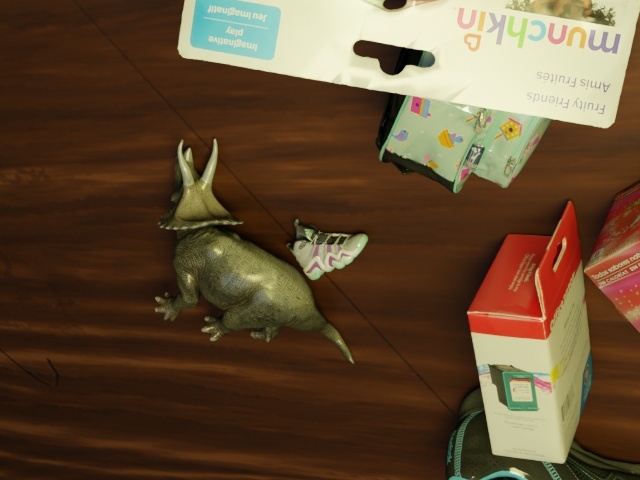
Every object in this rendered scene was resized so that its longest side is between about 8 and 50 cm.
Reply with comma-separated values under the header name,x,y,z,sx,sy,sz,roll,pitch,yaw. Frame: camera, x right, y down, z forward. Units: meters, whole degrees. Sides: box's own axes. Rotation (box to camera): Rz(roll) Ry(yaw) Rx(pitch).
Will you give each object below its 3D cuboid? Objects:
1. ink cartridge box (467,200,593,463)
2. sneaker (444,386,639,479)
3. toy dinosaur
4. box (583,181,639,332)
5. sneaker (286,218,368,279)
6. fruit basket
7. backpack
name,x,y,z,sx,sy,sz,roll,pitch,yaw
ink cartridge box,0.208,0.087,1.092,0.078,0.134,0.231,4,125,27
sneaker,0.288,0.296,1.206,0.341,0.139,0.125,26,131,7
toy dinosaur,-0.086,0.050,1.233,0.313,0.121,0.160,45,146,-4
box,0.365,-0.019,0.928,0.122,0.128,0.257,47,133,-10
sneaker,0.000,0.000,1.202,0.098,0.038,0.069,-31,107,40
fruit basket,0.083,-0.274,0.760,0.327,0.165,0.352,10,97,-2
backpack,0.136,-0.149,0.926,0.145,0.166,0.188,20,135,12
